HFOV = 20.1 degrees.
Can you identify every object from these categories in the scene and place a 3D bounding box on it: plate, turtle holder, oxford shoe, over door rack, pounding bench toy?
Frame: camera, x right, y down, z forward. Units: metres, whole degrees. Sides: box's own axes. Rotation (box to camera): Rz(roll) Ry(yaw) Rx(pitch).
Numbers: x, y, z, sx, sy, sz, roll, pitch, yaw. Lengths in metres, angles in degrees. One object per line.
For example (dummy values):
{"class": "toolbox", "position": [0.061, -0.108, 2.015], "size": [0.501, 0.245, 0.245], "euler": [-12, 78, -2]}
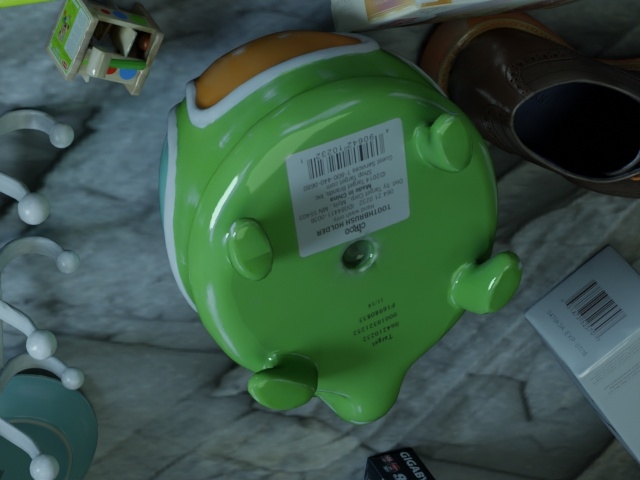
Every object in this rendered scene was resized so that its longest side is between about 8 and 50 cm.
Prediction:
{"class": "plate", "position": [-0.264, 0.187, 1.458], "size": [0.188, 0.024, 0.188], "euler": [-19, 135, -20]}
{"class": "turtle holder", "position": [0.011, -0.016, 1.339], "size": [0.243, 0.227, 0.320], "euler": [-43, 132, 4]}
{"class": "oxford shoe", "position": [0.248, -0.080, 1.481], "size": [0.364, 0.132, 0.130], "euler": [13, 115, -34]}
{"class": "over door rack", "position": [-0.250, 0.083, 1.232], "size": [0.324, 0.108, 0.239], "euler": [-50, 148, -54]}
{"class": "pounding bench toy", "position": [-0.144, -0.132, 1.268], "size": [0.065, 0.083, 0.052], "euler": [11, 116, -33]}

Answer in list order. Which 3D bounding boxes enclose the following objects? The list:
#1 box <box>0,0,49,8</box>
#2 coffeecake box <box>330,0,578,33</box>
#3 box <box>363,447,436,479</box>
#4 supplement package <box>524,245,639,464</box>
{"class": "box", "position": [-0.140, -0.223, 1.234], "size": [0.178, 0.042, 0.109], "euler": [-10, 127, -22]}
{"class": "coffeecake box", "position": [0.117, -0.200, 1.315], "size": [0.186, 0.142, 0.068], "euler": [-10, 93, -22]}
{"class": "box", "position": [0.086, 0.329, 1.656], "size": [0.051, 0.175, 0.220], "euler": [-8, 125, -24]}
{"class": "supplement package", "position": [0.285, 0.112, 1.656], "size": [0.105, 0.105, 0.179], "euler": [-39, 131, 1]}
